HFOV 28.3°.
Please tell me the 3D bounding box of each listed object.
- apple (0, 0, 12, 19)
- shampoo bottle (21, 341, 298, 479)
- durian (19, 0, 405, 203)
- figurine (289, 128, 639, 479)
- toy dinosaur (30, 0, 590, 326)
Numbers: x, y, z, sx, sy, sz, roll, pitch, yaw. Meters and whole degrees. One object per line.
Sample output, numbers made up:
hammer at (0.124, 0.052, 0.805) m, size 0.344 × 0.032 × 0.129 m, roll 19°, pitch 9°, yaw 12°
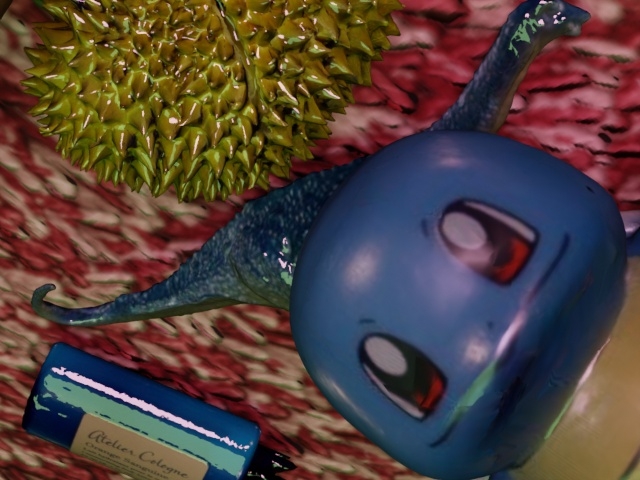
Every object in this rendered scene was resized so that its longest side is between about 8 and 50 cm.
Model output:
apple at (-0.220, -0.166, 0.470) m, size 0.257 × 0.234 × 0.257 m, roll 10°, pitch 138°, yaw 10°
shampoo bottle at (-0.107, 0.133, 0.853) m, size 0.183 × 0.050 × 0.087 m, roll 24°, pitch 133°, yaw -5°
durian at (-0.048, -0.088, 0.540) m, size 0.146 × 0.159 × 0.198 m, roll 20°, pitch 135°, yaw -26°
figurine at (0.191, 0.087, 0.564) m, size 0.416 × 0.243 × 0.298 m, roll 27°, pitch 101°, yaw -28°
toy dinosaur at (0.010, 0.007, 0.680) m, size 0.363 × 0.076 × 0.147 m, roll -26°, pitch 112°, yaw 29°
